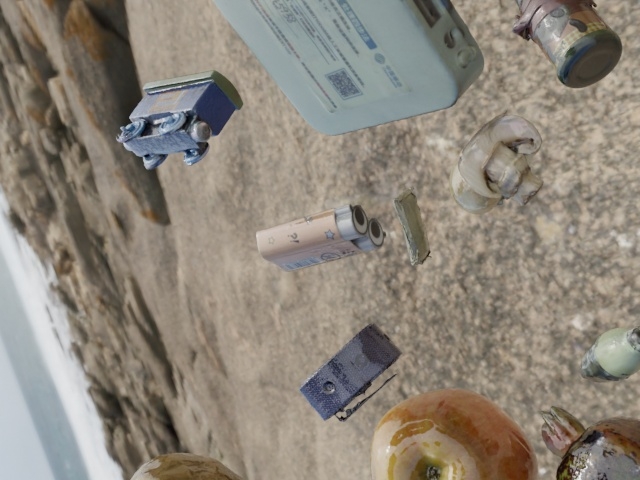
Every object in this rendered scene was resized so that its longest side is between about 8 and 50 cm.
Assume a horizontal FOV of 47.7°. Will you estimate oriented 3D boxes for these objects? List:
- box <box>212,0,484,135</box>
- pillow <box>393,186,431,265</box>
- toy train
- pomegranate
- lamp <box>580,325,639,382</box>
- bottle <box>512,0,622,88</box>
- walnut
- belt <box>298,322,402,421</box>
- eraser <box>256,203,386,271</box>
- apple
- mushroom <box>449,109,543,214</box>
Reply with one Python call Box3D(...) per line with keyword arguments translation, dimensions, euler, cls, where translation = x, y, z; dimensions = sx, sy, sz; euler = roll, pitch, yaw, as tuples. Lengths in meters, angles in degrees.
Box3D(translation=(0.017, -0.357, 1.136), dimensions=(0.396, 0.111, 0.396), euler=(50, 154, -24), cls="box")
Box3D(translation=(0.250, -0.033, 1.955), dimensions=(0.053, 0.119, 0.208), euler=(-12, 102, 25), cls="pillow")
Box3D(translation=(-0.326, -0.272, 1.652), dimensions=(0.299, 0.202, 0.131), euler=(3, 145, 42), cls="toy train")
Box3D(translation=(0.610, 0.483, 1.574), dimensions=(0.340, 0.284, 0.285), euler=(42, 143, 45), cls="pomegranate")
Box3D(translation=(0.605, 0.239, 1.491), dimensions=(0.101, 0.101, 0.250), euler=(59, 158, 21), cls="lamp")
Box3D(translation=(0.476, -0.433, 1.456), dimensions=(0.143, 0.156, 0.271), euler=(70, 179, -57), cls="bottle")
Box3D(translation=(-0.254, 0.561, 1.381), dimensions=(0.285, 0.285, 0.297), euler=(132, 142, -62), cls="walnut")
Box3D(translation=(0.073, 0.298, 1.604), dimensions=(0.126, 0.230, 0.139), euler=(48, -176, 12), cls="belt")
Box3D(translation=(0.000, 0.000, 1.820), dimensions=(0.290, 0.171, 0.087), euler=(-15, 58, 34), cls="eraser")
Box3D(translation=(0.307, 0.543, 1.720), dimensions=(0.391, 0.346, 0.392), euler=(-2, 85, 27), cls="apple")
Box3D(translation=(0.416, -0.158, 1.722), dimensions=(0.195, 0.254, 0.189), euler=(39, 166, 5), cls="mushroom")
